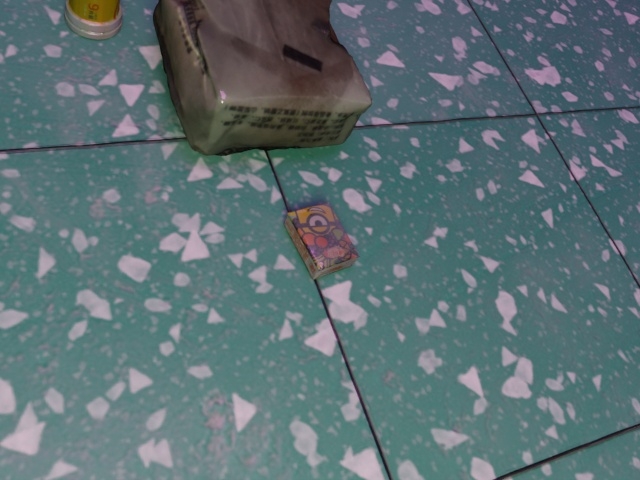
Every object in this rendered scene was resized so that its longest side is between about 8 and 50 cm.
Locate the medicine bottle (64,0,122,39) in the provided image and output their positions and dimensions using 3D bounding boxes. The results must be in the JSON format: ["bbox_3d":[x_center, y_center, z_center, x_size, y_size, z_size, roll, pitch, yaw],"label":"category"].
[{"bbox_3d":[-0.268,-0.347,0.811,0.073,0.218,0.074,10,57,-16],"label":"medicine bottle"}]

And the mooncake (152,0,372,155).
[{"bbox_3d":[-0.084,-0.232,0.865,0.254,0.136,0.250,-8,64,-32],"label":"mooncake"}]

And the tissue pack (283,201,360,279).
[{"bbox_3d":[0.000,0.000,0.815,0.063,0.035,0.083,-16,68,-30],"label":"tissue pack"}]
